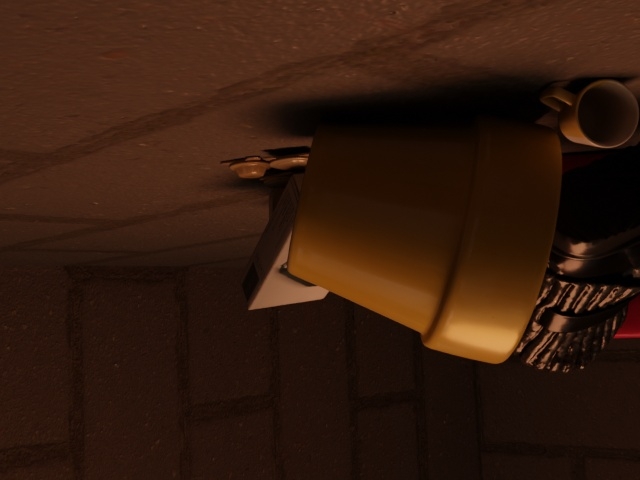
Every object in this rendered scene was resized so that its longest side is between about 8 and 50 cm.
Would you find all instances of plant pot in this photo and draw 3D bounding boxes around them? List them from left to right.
[{"bbox_3d":[0.096,-0.018,0.913,0.239,0.254,0.254,12,175,0],"label":"plant pot"}]

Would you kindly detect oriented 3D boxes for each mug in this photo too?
[{"bbox_3d":[0.252,-0.123,0.824,0.062,0.078,0.064,-35,-173,-5],"label":"mug"}]

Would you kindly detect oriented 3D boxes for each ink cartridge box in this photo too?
[{"bbox_3d":[0.035,-0.003,1.219,0.239,0.060,0.275,-6,151,-25],"label":"ink cartridge box"}]

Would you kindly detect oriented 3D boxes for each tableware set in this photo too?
[{"bbox_3d":[-0.037,-0.093,1.128,0.141,0.020,0.169,-7,172,32],"label":"tableware set"}]

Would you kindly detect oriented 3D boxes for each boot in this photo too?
[{"bbox_3d":[0.383,0.009,1.019,0.348,0.131,0.260,-15,138,-7],"label":"boot"}]

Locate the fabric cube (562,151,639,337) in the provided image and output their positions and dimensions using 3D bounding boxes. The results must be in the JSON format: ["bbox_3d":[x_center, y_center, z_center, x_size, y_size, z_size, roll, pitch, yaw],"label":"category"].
[{"bbox_3d":[0.451,0.013,1.252,0.258,0.254,0.259,-4,175,11],"label":"fabric cube"}]

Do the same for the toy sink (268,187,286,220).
[{"bbox_3d":[0.000,0.000,1.431,0.234,0.153,0.131,-1,175,-30],"label":"toy sink"}]
